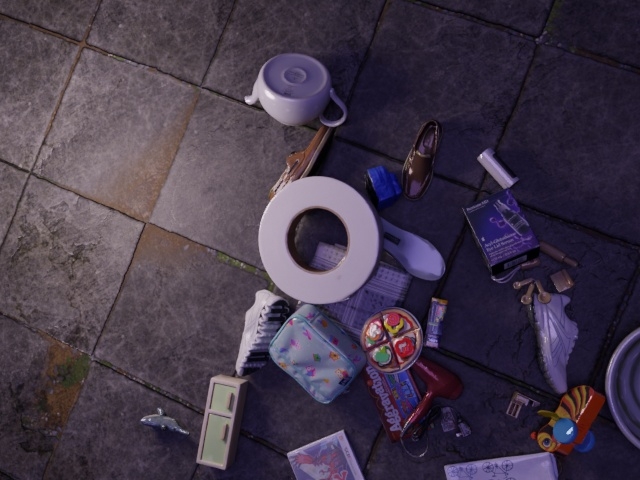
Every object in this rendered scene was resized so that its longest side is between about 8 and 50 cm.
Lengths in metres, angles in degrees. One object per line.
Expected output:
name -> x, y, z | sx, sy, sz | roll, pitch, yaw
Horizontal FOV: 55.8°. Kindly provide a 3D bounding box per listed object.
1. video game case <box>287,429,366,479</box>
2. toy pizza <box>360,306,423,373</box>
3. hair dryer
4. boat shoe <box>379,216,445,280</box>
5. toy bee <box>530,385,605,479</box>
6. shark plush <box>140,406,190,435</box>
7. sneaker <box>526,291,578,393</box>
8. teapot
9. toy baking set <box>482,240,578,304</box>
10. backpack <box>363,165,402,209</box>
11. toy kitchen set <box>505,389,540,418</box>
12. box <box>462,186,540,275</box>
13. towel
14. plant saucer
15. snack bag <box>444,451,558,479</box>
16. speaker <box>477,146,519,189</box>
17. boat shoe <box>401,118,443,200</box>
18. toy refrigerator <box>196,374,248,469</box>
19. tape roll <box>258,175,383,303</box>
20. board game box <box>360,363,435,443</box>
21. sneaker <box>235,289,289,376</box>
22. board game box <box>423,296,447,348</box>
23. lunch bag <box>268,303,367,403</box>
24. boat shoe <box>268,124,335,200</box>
video game case -> 0.020, 0.714, 1.883 | 0.201, 0.023, 0.184 | -25, 81, 9
toy pizza -> 0.206, 0.295, 1.798 | 0.201, 0.032, 0.201 | -9, 69, 26
hair dryer -> 0.324, 0.469, 1.781 | 0.223, 0.080, 0.294 | -12, 79, -17
boat shoe -> 0.250, 0.021, 1.852 | 0.306, 0.105, 0.113 | 28, 95, 19
toy bee -> 0.669, 0.538, 1.701 | 0.298, 0.162, 0.195 | -45, 109, -17
shark plush -> -0.506, 0.614, 1.974 | 0.161, 0.067, 0.073 | 28, 91, 12
sneaker -> 0.685, 0.291, 1.744 | 0.129, 0.111, 0.297 | -8, 85, 6
teapot -> -0.078, -0.455, 1.921 | 0.252, 0.187, 0.256 | -24, 62, -18
toy baking set -> 0.614, 0.079, 1.773 | 0.197, 0.030, 0.256 | -43, 55, -8
backpack -> 0.192, -0.171, 1.885 | 0.101, 0.098, 0.120 | -20, 72, -12
toy kitchen set -> 0.589, 0.488, 1.755 | 0.068, 0.083, 0.075 | 23, 90, 13
box -> 0.527, -0.025, 1.771 | 0.153, 0.108, 0.207 | -25, 65, 8
towel -> 0.091, 0.190, 1.905 | 0.324, 0.056, 0.312 | 20, 93, 10
plant saucer -> 0.992, 0.410, 1.672 | 0.400, 0.100, 0.401 | -1, 85, 11
snack bag -> 0.552, 0.806, 1.763 | 0.323, 0.037, 0.343 | -11, 84, 10
speaker -> 0.539, -0.217, 1.837 | 0.055, 0.055, 0.136 | -40, 79, 6
boat shoe -> 0.308, -0.253, 1.865 | 0.095, 0.095, 0.258 | 14, 88, 12
toy refrigerator -> -0.313, 0.576, 1.925 | 0.102, 0.094, 0.270 | 10, 87, 12
tape roll -> 0.000, 0.000, 1.842 | 0.391, 0.072, 0.392 | 1, 94, 17
board game box -> 0.225, 0.462, 1.842 | 0.145, 0.027, 0.281 | -24, 88, 9
sneaker -> -0.201, 0.295, 1.932 | 0.118, 0.110, 0.292 | 31, 101, 40
board game box -> 0.339, 0.238, 1.782 | 0.048, 0.170, 0.141 | 9, 88, 10
lunch bag -> -0.012, 0.354, 1.838 | 0.279, 0.108, 0.224 | 43, 121, 9
boat shoe -> -0.064, -0.243, 1.931 | 0.104, 0.111, 0.307 | 30, 92, 11
